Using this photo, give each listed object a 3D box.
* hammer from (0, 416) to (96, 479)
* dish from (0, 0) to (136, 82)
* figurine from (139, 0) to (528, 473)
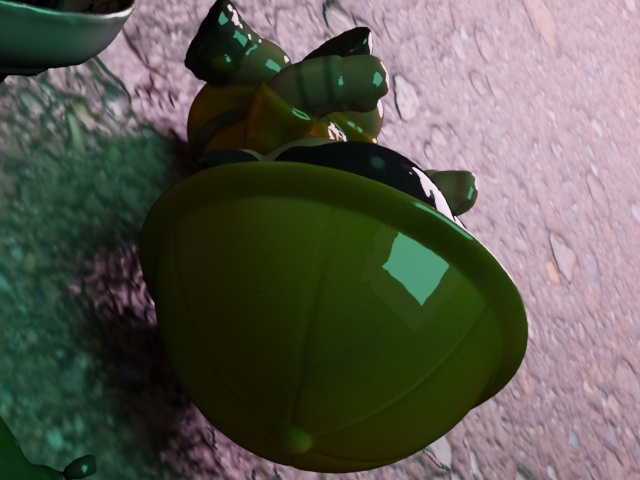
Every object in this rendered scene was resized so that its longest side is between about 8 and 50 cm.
[{"bbox_3d":[-0.075,0.194,0.707,0.119,0.206,0.335,-11,61,-41],"label":"hammer"},{"bbox_3d":[-0.159,-0.093,0.822,0.141,0.078,0.141,18,19,-6],"label":"dish"},{"bbox_3d":[-0.003,0.004,0.924,0.192,0.167,0.257,32,22,-27],"label":"figurine"}]
